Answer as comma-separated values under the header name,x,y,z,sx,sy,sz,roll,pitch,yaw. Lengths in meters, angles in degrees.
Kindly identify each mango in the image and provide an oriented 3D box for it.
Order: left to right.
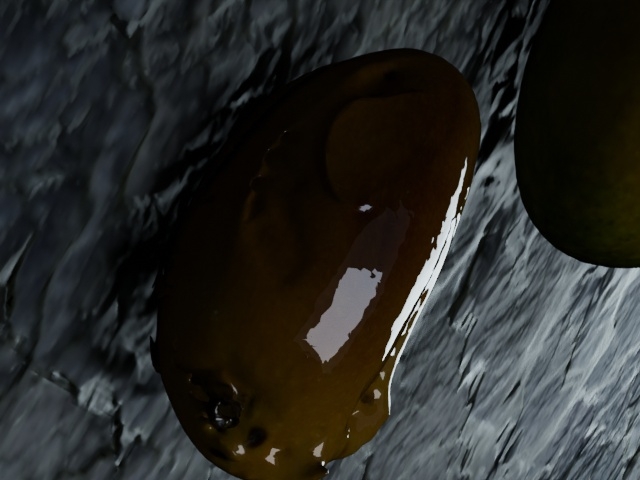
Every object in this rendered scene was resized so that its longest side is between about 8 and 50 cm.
name,x,y,z,sx,sy,sz,roll,pitch,yaw
mango,0.000,0.000,0.489,0.127,0.063,0.077,-61,155,-24
mango,0.149,-0.080,0.669,0.221,0.120,0.151,-36,147,-38
